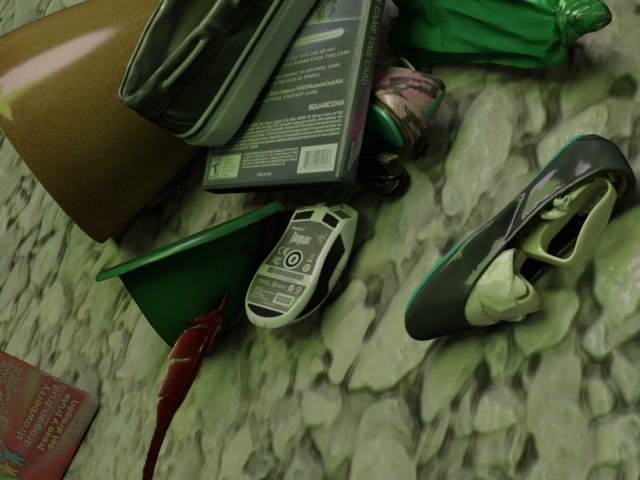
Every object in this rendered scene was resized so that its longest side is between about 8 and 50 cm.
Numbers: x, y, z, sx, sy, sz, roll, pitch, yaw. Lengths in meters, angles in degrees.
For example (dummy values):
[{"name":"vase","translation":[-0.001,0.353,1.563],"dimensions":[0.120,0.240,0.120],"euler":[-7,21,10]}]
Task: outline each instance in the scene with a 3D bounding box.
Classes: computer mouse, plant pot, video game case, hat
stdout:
[{"name":"computer mouse","translation":[0.000,0.000,0.854],"dimensions":[0.106,0.042,0.193],"euler":[15,66,41]},{"name":"plant pot","translation":[-0.193,-0.165,1.021],"dimensions":[0.254,0.237,0.237],"euler":[-35,43,-2]},{"name":"video game case","translation":[-0.020,-0.179,0.891],"dimensions":[0.196,0.026,0.274],"euler":[0,76,49]},{"name":"hat","translation":[-0.095,0.085,0.883],"dimensions":[0.209,0.183,0.173],"euler":[-23,4,-10]}]

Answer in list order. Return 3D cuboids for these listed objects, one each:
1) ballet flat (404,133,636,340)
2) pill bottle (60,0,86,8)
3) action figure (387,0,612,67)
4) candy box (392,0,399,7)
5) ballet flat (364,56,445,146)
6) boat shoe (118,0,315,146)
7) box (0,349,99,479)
[{"name":"ballet flat","translation":[0.146,0.009,0.700],"dimensions":[0.203,0.074,0.074],"euler":[-45,42,3]},{"name":"pill bottle","translation":[-0.198,-0.371,1.208],"dimensions":[0.264,0.146,0.146],"euler":[-30,46,22]},{"name":"action figure","translation":[0.146,-0.195,0.816],"dimensions":[0.063,0.137,0.232],"euler":[-22,29,-26]},{"name":"candy box","translation":[0.118,-0.315,0.922],"dimensions":[0.186,0.109,0.053],"euler":[-47,42,5]},{"name":"ballet flat","translation":[0.036,-0.143,0.903],"dimensions":[0.079,0.077,0.221],"euler":[-41,36,-16]},{"name":"boat shoe","translation":[-0.071,-0.242,0.858],"dimensions":[0.121,0.119,0.335],"euler":[36,104,48]},{"name":"box","translation":[-0.364,0.243,0.920],"dimensions":[0.154,0.142,0.300],"euler":[12,70,44]}]
